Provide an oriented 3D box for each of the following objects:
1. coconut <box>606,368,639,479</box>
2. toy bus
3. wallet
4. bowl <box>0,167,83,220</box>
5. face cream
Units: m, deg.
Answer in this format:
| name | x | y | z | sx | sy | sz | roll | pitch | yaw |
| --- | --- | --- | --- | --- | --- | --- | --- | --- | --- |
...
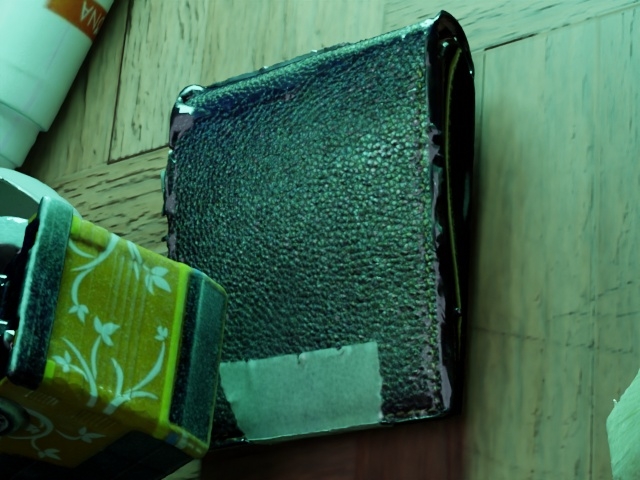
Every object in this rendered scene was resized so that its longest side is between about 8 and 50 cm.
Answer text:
| name | x | y | z | sx | sy | sz | roll | pitch | yaw |
| --- | --- | --- | --- | --- | --- | --- | --- | --- | --- |
| coconut | 0.232 | 0.110 | 0.886 | 0.224 | 0.234 | 0.224 | -24 | 50 | 33 |
| toy bus | -0.192 | 0.104 | 1.257 | 0.275 | 0.167 | 0.138 | -34 | 40 | 44 |
| wallet | 0.000 | 0.000 | 1.265 | 0.221 | 0.071 | 0.262 | -12 | 67 | 33 |
| bowl | -0.217 | 0.017 | 1.400 | 0.189 | 0.189 | 0.086 | -18 | 16 | 33 |
| face cream | -0.214 | -0.182 | 1.513 | 0.102 | 0.102 | 0.345 | 21 | 83 | 44 |
